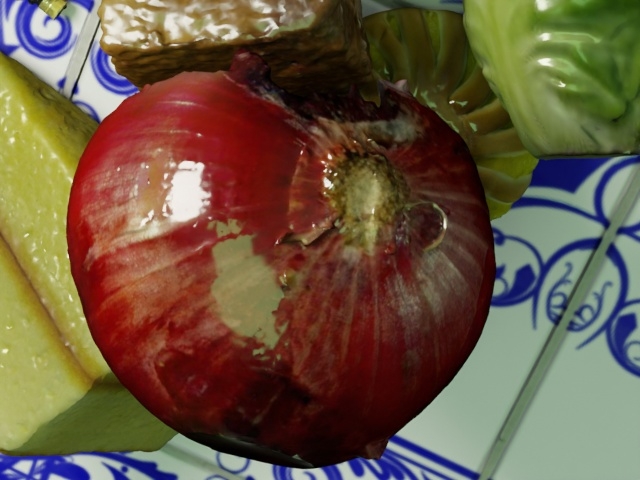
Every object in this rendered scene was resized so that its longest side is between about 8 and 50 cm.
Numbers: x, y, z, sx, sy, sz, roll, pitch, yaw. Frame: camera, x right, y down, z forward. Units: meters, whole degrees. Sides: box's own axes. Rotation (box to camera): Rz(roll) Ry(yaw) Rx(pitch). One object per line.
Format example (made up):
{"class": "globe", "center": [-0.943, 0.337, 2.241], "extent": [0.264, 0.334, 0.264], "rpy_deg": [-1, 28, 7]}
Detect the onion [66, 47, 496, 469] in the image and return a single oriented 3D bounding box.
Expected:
{"class": "onion", "center": [-0.022, 0.021, 1.540], "extent": [0.341, 0.341, 0.341], "rpy_deg": [4, 112, 11]}

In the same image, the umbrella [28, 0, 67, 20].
{"class": "umbrella", "center": [-0.285, -0.250, 1.760], "extent": [0.144, 0.040, 0.037], "rpy_deg": [40, 102, -6]}

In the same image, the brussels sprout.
{"class": "brussels sprout", "center": [0.230, -0.183, 1.588], "extent": [0.244, 0.244, 0.244], "rpy_deg": [4, 112, 11]}

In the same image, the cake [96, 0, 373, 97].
{"class": "cake", "center": [-0.069, -0.263, 1.608], "extent": [0.199, 0.196, 0.293], "rpy_deg": [-7, 76, 14]}

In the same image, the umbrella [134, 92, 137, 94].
{"class": "umbrella", "center": [-0.119, -0.147, 1.772], "extent": [0.165, 0.025, 0.027], "rpy_deg": [-29, 80, 19]}

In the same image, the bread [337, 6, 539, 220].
{"class": "bread", "center": [0.089, -0.099, 1.703], "extent": [0.213, 0.105, 0.213], "rpy_deg": [3, 108, 10]}

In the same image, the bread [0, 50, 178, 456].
{"class": "bread", "center": [-0.235, -0.006, 1.837], "extent": [0.233, 0.245, 0.361], "rpy_deg": [-42, 67, 24]}
